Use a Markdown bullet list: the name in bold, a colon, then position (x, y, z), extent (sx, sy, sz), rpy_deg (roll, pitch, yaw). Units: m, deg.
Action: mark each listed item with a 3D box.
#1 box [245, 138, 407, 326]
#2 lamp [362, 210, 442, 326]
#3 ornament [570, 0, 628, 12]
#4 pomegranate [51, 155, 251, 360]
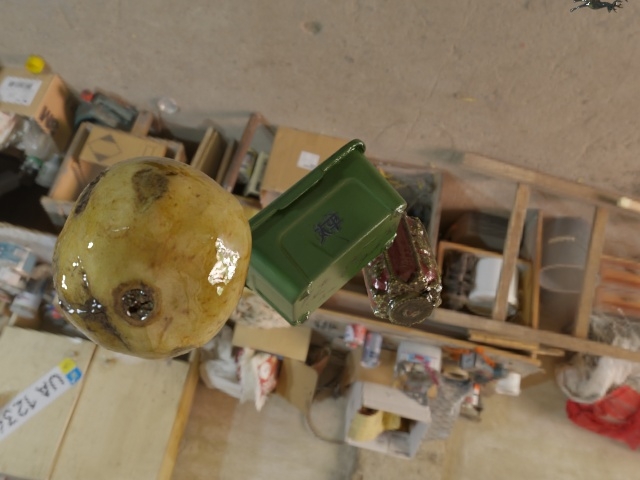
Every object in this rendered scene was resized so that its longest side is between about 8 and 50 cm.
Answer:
- **box**: position (0.000, 0.000, 1.204), extent (0.178, 0.329, 0.253), rpy_deg (48, 165, 14)
- **lamp**: position (0.174, 0.058, 1.447), extent (0.177, 0.274, 0.177), rpy_deg (-6, 139, -5)
- **ornament**: position (0.588, -0.517, 1.356), extent (0.125, 0.028, 0.073), rpy_deg (25, 141, 44)
- **pomegranate**: position (-0.211, 0.021, 0.824), extent (0.260, 0.260, 0.260), rpy_deg (11, 154, 6)
